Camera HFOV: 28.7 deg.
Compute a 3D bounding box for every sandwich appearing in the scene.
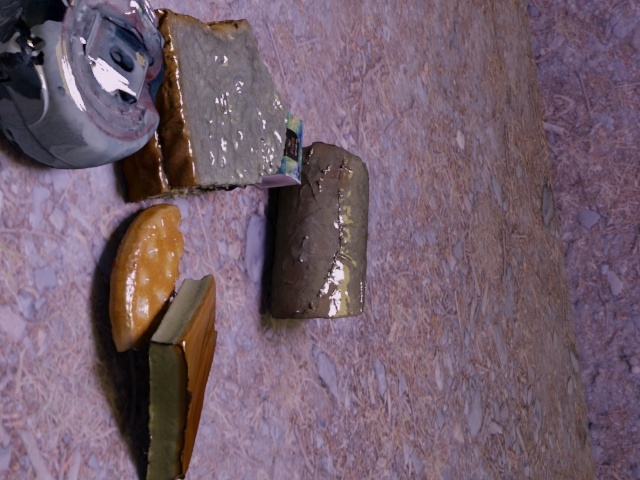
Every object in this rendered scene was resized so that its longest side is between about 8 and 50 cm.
[{"bbox_3d":[-0.187,0.192,1.757,0.212,0.063,0.245,-69,168,-61],"label":"sandwich"},{"bbox_3d":[-0.170,-0.198,1.848,0.325,0.131,0.262,-14,95,-63],"label":"sandwich"}]

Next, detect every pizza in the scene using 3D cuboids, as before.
[{"bbox_3d":[-0.248,0.045,1.724,0.127,0.058,0.246,43,46,-51],"label":"pizza"}]

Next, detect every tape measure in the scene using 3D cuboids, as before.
[{"bbox_3d":[-0.309,-0.224,1.576,0.275,0.147,0.256,44,48,-49],"label":"tape measure"}]

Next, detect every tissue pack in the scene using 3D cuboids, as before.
[{"bbox_3d":[-0.082,-0.150,2.053,0.079,0.085,0.111,29,60,-56],"label":"tissue pack"}]

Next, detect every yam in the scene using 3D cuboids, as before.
[{"bbox_3d":[0.000,0.000,2.093,0.168,0.168,0.304,30,58,-57],"label":"yam"}]
